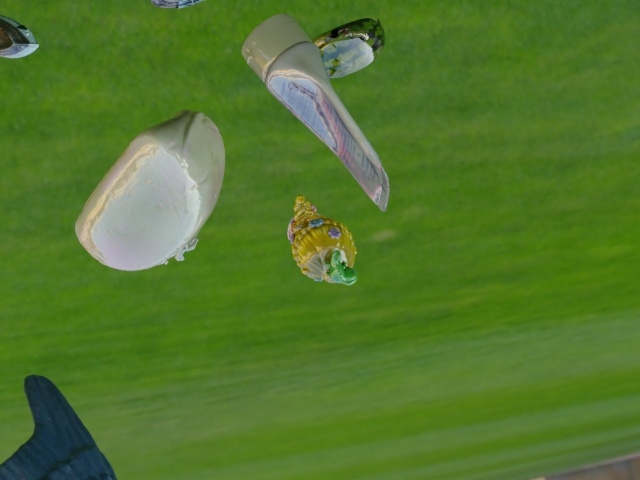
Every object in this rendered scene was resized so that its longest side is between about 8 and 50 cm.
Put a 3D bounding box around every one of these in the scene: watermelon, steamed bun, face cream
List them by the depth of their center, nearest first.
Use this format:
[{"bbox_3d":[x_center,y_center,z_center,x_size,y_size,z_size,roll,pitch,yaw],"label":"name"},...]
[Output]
[{"bbox_3d":[0.007,-0.135,1.177,0.070,0.224,0.114,-35,165,-9],"label":"face cream"},{"bbox_3d":[-0.216,-0.058,1.543,0.239,0.152,0.170,-45,-177,32],"label":"steamed bun"},{"bbox_3d":[0.035,-0.320,1.787,0.163,0.087,0.069,-26,142,-10],"label":"watermelon"}]

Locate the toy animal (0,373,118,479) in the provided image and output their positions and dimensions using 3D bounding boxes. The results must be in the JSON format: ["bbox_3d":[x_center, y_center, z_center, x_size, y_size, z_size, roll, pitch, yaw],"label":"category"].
[{"bbox_3d":[-0.210,0.195,0.697,0.239,0.255,0.176,-43,180,-44],"label":"toy animal"}]

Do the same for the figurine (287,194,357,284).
[{"bbox_3d":[0.000,0.000,1.659,0.095,0.156,0.115,-24,124,-5],"label":"figurine"}]

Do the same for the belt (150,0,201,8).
[{"bbox_3d":[-0.229,-0.422,1.810,0.105,0.058,0.140,-35,164,37],"label":"belt"}]

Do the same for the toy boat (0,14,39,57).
[{"bbox_3d":[-0.467,-0.301,1.636,0.140,0.059,0.066,19,-162,26],"label":"toy boat"}]
